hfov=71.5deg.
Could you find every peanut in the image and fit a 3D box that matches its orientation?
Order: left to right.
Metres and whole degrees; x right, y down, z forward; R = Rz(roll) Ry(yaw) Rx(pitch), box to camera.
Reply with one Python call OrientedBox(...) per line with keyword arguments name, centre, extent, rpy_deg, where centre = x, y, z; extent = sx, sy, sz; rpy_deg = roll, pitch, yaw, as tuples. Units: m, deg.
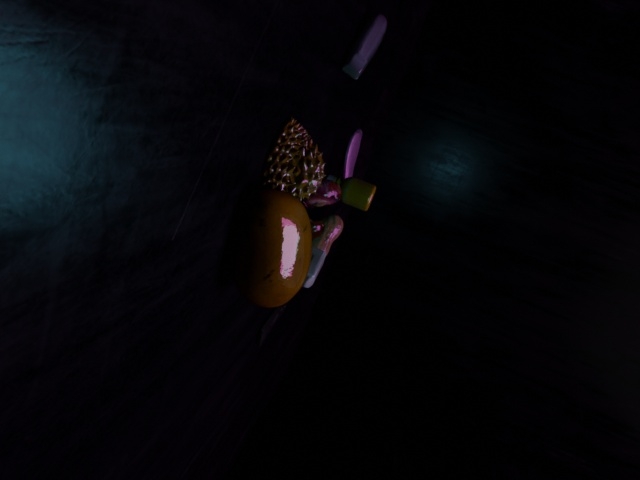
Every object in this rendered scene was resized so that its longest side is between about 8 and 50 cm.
OrientedBox(name="peanut", centre=(0.000, 0.000, 2.069), extent=(0.290, 0.130, 0.130), rpy_deg=(-59, 171, -16))

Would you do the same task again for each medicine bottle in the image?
OrientedBox(name="medicine bottle", centre=(0.124, -0.219, 1.931), extent=(0.122, 0.213, 0.121), rpy_deg=(23, 90, -83))

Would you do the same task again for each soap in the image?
OrientedBox(name="soap", centre=(-0.088, 0.055, 1.302), extent=(0.121, 0.183, 0.063), rpy_deg=(-62, 171, -46))

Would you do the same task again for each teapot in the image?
OrientedBox(name="teapot", centre=(-0.035, -0.058, 1.847), extent=(0.098, 0.078, 0.129), rpy_deg=(-29, 162, 10))

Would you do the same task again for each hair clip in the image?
OrientedBox(name="hair clip", centre=(0.141, -0.374, 2.191), extent=(0.095, 0.110, 0.358), rpy_deg=(51, -47, 51))

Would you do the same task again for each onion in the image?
OrientedBox(name="onion", centre=(-0.006, -0.185, 1.530), extent=(0.150, 0.150, 0.140), rpy_deg=(85, -2, -76))

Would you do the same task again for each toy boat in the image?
OrientedBox(name="toy boat", centre=(0.141, -0.614, 1.389), extent=(0.260, 0.078, 0.085), rpy_deg=(-64, -164, -18))

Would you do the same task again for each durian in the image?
OrientedBox(name="durian", centre=(-0.075, -0.180, 1.076), extent=(0.182, 0.165, 0.132), rpy_deg=(-46, -143, 5))

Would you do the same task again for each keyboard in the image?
OrientedBox(name="keyboard", centre=(-0.210, 0.343, 1.960), extent=(0.317, 0.027, 0.106), rpy_deg=(-54, 162, -62))

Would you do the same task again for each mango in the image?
OrientedBox(name="mango", centre=(-0.114, 0.016, 1.060), extent=(0.211, 0.173, 0.317), rpy_deg=(-32, 141, -41))
